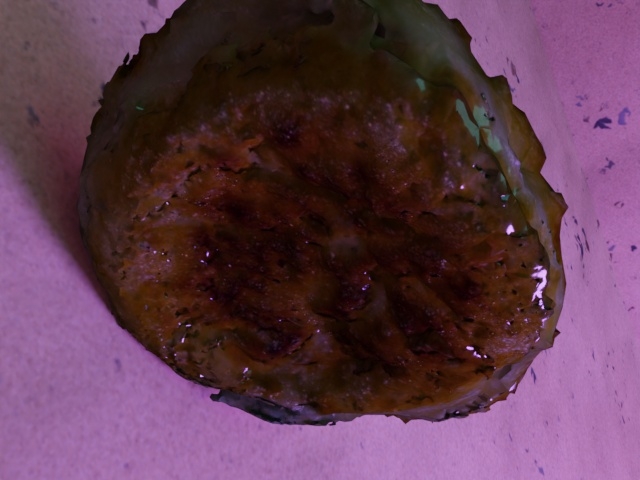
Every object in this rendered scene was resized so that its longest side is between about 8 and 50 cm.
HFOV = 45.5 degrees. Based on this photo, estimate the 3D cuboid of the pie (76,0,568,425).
[{"bbox_3d":[0.000,0.000,0.470,0.354,0.288,0.103,57,35,-24],"label":"pie"}]
